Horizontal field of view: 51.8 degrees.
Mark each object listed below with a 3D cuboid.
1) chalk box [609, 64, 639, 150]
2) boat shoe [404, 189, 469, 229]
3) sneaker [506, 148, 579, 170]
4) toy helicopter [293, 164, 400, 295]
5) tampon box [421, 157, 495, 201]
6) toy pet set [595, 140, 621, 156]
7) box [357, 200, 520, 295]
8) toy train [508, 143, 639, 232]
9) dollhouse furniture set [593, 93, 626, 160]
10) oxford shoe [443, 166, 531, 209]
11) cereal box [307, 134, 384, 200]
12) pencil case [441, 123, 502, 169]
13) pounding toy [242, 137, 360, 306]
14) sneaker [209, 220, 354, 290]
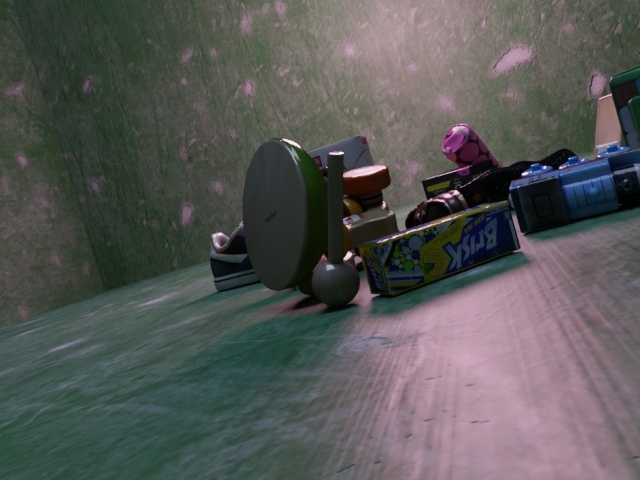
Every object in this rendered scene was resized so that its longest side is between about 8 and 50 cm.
[{"bbox_3d":[0.583,-0.203,1.004,0.289,0.180,0.179,-20,4,-31],"label":"chalk box"},{"bbox_3d":[0.188,-0.032,1.076,0.073,0.073,0.207,-19,-4,-5],"label":"boat shoe"},{"bbox_3d":[0.446,-0.118,1.374,0.235,0.084,0.097,-17,-21,-26],"label":"sneaker"},{"bbox_3d":[0.000,0.000,0.992,0.235,0.140,0.355,-10,16,8],"label":"toy helicopter"},{"bbox_3d":[0.328,-0.117,1.511,0.120,0.101,0.161,-15,3,34],"label":"tampon box"},{"bbox_3d":[0.506,-0.113,1.109,0.122,0.065,0.114,-12,-30,29],"label":"toy pet set"},{"bbox_3d":[0.130,0.007,0.719,0.169,0.059,0.054,-18,4,-20],"label":"box"},{"bbox_3d":[0.334,-0.066,0.849,0.184,0.080,0.105,-13,13,23],"label":"toy train"},{"bbox_3d":[0.773,-0.243,1.524,0.242,0.161,0.212,5,-1,-11],"label":"dollhouse furniture set"},{"bbox_3d":[0.311,-0.086,1.261,0.227,0.083,0.096,-16,-1,0],"label":"oxford shoe"},{"bbox_3d":[0.055,-0.110,1.552,0.173,0.240,0.047,-16,3,27],"label":"cereal box"},{"bbox_3d":[0.379,-0.191,1.629,0.098,0.209,0.095,-49,34,1],"label":"pencil case"},{"bbox_3d":[0.000,-0.028,0.793,0.110,0.183,0.237,-3,12,-29],"label":"pounding toy"},{"bbox_3d":[-0.088,0.009,1.304,0.321,0.127,0.126,-14,2,23],"label":"sneaker"}]
